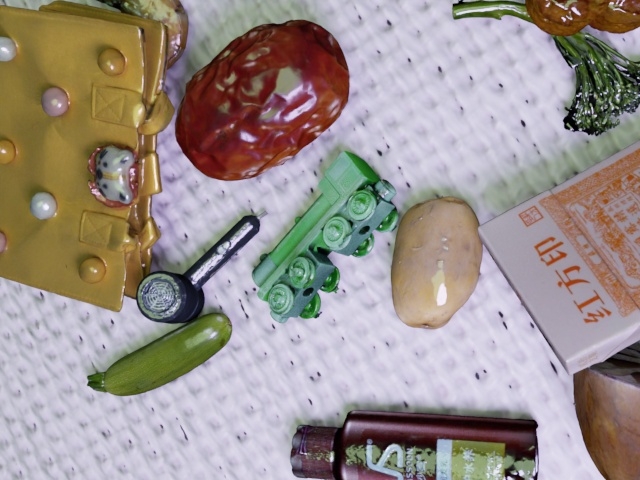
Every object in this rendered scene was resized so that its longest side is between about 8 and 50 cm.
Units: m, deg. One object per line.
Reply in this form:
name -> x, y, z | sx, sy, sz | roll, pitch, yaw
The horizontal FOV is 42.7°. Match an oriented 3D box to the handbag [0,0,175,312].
handbag -> -0.343, -0.121, 1.138 | 0.283, 0.133, 0.401 | 16, 107, 23

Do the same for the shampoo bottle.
shampoo bottle -> 0.122, 0.291, 1.087 | 0.323, 0.084, 0.129 | 1, 89, 17

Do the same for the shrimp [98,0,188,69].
shrimp -> -0.329, -0.339, 1.212 | 0.289, 0.075, 0.178 | 34, 104, -1

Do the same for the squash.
squash -> -0.233, 0.178, 1.198 | 0.252, 0.066, 0.066 | -28, 84, 17

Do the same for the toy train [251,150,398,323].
toy train -> 0.000, 0.000, 1.112 | 0.251, 0.085, 0.119 | -48, 54, 18

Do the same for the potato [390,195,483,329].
potato -> 0.150, 0.027, 1.058 | 0.109, 0.118, 0.178 | 12, 81, -19

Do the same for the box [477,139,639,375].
box -> 0.383, -0.021, 0.907 | 0.365, 0.051, 0.205 | -29, 53, 4

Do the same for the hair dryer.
hair dryer -> -0.157, 0.032, 1.155 | 0.219, 0.124, 0.071 | -42, 83, -3

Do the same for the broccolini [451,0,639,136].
broccolini -> 0.278, -0.220, 1.033 | 0.271, 0.062, 0.123 | 27, 84, 8

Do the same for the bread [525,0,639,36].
bread -> 0.329, -0.354, 0.956 | 0.232, 0.135, 0.247 | 8, 80, 4

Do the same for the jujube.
jujube -> -0.077, -0.185, 1.086 | 0.250, 0.174, 0.174 | -37, 82, 21

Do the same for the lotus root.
lotus root -> 0.412, 0.219, 0.921 | 0.272, 0.272, 0.192 | 8, 106, 16
